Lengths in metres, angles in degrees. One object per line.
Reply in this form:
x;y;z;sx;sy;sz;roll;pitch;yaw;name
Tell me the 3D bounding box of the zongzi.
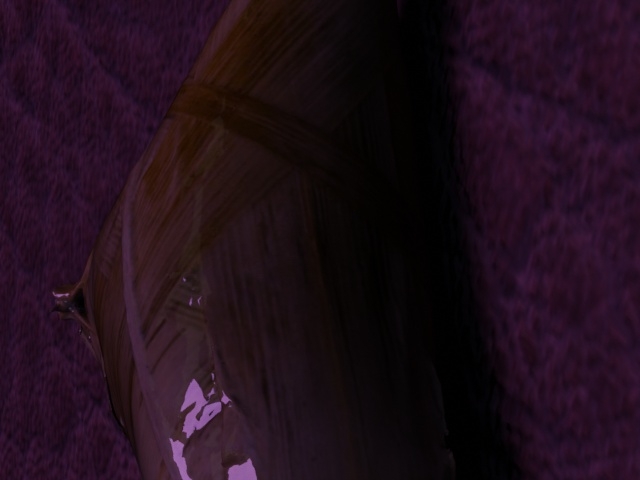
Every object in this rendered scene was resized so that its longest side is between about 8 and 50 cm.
0.000;0.000;0.597;0.197;0.099;0.194;-64;33;27;zongzi
